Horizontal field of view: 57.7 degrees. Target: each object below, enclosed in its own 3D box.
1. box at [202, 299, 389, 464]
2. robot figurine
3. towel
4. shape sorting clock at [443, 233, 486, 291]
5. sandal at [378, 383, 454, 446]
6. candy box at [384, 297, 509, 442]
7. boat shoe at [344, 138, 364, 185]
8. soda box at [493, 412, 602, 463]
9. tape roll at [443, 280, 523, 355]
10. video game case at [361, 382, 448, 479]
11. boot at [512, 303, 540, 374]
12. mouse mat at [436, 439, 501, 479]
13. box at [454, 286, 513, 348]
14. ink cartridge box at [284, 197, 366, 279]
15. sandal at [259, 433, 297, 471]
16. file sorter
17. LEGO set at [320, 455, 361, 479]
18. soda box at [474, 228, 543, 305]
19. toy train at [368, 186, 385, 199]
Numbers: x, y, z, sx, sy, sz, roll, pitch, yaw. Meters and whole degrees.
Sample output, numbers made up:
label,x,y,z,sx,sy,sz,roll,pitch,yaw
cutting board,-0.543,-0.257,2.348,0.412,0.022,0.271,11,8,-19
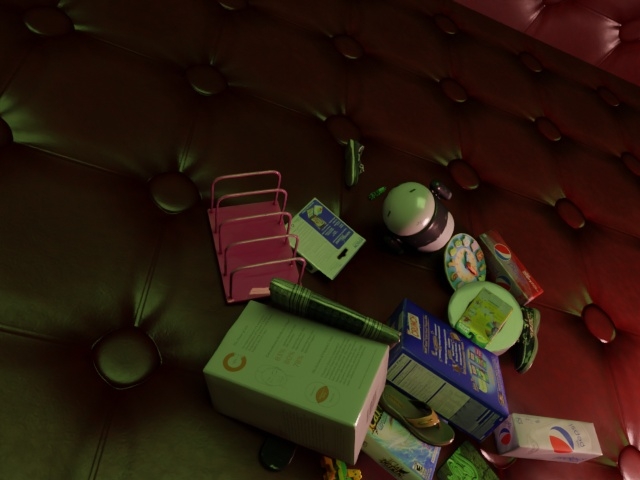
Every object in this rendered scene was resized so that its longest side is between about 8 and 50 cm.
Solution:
label,x,y,z,sx,sy,sz,roll,pitch,yaw
box,-0.047,0.306,1.284,0.345,0.168,0.215,16,46,18
robot figurine,0.300,-0.067,1.777,0.278,0.173,0.209,32,62,-50
towel,0.024,0.184,1.381,0.312,0.324,0.056,22,73,2
shape sorting clock,0.461,0.079,1.841,0.206,0.040,0.206,12,72,-41
sandal,0.233,0.411,1.386,0.219,0.060,0.090,39,33,1
candy box,0.314,0.327,1.515,0.317,0.122,0.268,34,24,-3
boat shoe,0.120,-0.256,1.928,0.064,0.075,0.206,14,47,-14
soda box,0.620,0.544,1.593,0.286,0.098,0.091,13,52,-20
tape roll,0.475,0.232,1.709,0.219,0.072,0.219,1,63,-2
video game case,0.187,0.436,1.426,0.244,0.061,0.269,38,33,3
boot,0.569,0.276,1.777,0.178,0.085,0.236,25,53,0
mouse mat,0.395,0.624,1.479,0.152,0.007,0.190,-29,73,-39
box,0.453,0.222,1.627,0.105,0.043,0.179,37,51,16
ink cartridge box,0.000,0.000,1.698,0.208,0.045,0.206,40,49,6
sandal,-0.064,0.412,1.360,0.097,0.054,0.255,25,49,-9
file sorter,-0.167,-0.016,1.506,0.202,0.182,0.291,-9,61,-16
LEGO set,0.065,0.542,1.313,0.093,0.087,0.227,13,40,-25
soda box,0.604,0.095,1.918,0.092,0.083,0.263,-20,69,-36
toy train,0.189,-0.159,1.926,0.017,0.024,0.083,48,50,11
